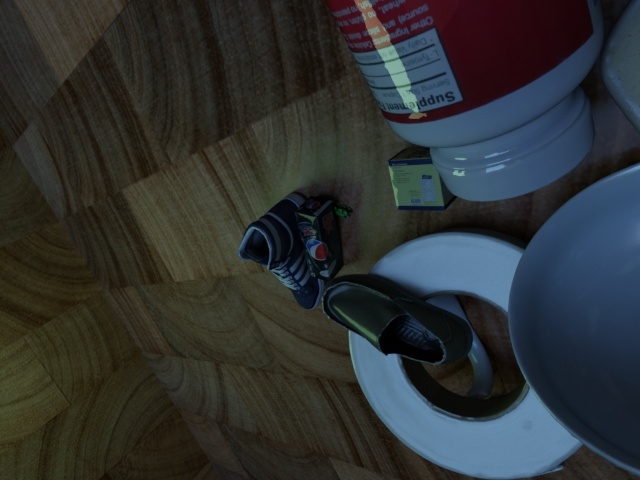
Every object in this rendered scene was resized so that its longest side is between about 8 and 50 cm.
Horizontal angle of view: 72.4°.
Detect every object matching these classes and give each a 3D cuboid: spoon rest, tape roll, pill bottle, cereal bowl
[{"bbox_3d":[0.217,0.151,0.798,0.277,0.084,0.137,57,138,13],"label":"spoon rest"},{"bbox_3d":[0.229,0.175,0.693,0.391,0.072,0.393,5,100,31],"label":"tape roll"},{"bbox_3d":[0.130,-0.246,0.429,0.228,0.229,0.408,-5,132,43],"label":"pill bottle"},{"bbox_3d":[0.384,0.081,0.443,0.338,0.339,0.141,-13,142,45],"label":"cereal bowl"}]

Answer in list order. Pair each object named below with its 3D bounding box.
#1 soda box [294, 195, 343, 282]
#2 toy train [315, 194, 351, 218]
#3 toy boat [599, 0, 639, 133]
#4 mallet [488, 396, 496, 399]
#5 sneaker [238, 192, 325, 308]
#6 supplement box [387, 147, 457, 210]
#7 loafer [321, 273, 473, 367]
[{"bbox_3d":[0.000,0.000,0.864,0.053,0.060,0.169,15,135,31],"label":"soda box"},{"bbox_3d":[0.024,-0.064,0.846,0.083,0.017,0.024,27,143,24],"label":"toy train"},{"bbox_3d":[0.414,-0.181,0.330,0.268,0.148,0.318,60,143,23],"label":"toy boat"},{"bbox_3d":[0.363,0.277,0.779,0.062,0.039,0.190,34,132,13],"label":"mallet"},{"bbox_3d":[-0.078,0.056,0.916,0.099,0.153,0.283,15,127,34],"label":"sneaker"},{"bbox_3d":[0.159,-0.096,0.676,0.083,0.056,0.083,4,121,39],"label":"supplement box"},{"bbox_3d":[0.101,0.119,0.671,0.251,0.087,0.095,15,105,29],"label":"loafer"}]
